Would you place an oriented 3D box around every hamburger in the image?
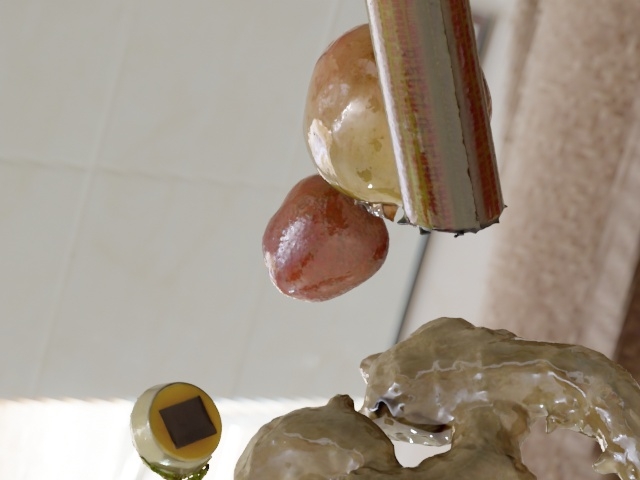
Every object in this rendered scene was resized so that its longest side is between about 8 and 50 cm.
[{"bbox_3d":[-0.192,0.257,2.439,0.141,0.081,0.126,52,-130,-2],"label":"hamburger"}]

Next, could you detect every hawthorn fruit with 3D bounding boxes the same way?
[{"bbox_3d":[0.000,0.000,1.971,0.133,0.138,0.133,51,176,4],"label":"hawthorn fruit"}]

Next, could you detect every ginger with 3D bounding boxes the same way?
[{"bbox_3d":[0.015,0.114,0.768,0.258,0.065,0.149,-28,-144,-19],"label":"ginger"}]

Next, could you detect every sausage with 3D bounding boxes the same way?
[{"bbox_3d":[0.058,-0.183,1.228,0.082,0.371,0.082,-10,-157,4],"label":"sausage"}]

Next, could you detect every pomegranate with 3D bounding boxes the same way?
[{"bbox_3d":[0.068,-0.117,1.733,0.191,0.191,0.191,16,-168,-3],"label":"pomegranate"}]
